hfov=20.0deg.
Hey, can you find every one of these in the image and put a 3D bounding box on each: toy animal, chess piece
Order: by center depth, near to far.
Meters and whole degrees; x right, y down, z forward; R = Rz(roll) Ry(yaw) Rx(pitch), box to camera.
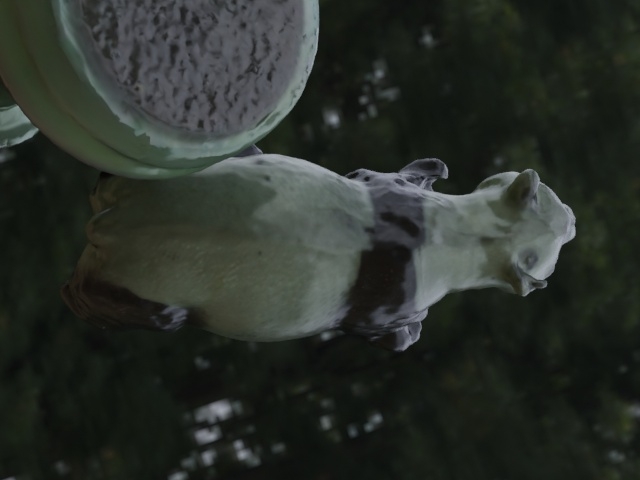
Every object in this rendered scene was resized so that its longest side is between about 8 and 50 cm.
[{"bbox_3d":[-0.136,-0.079,0.775,0.271,0.139,0.139,-11,-83,47],"label":"chess piece"},{"bbox_3d":[0.000,0.000,0.791,0.121,0.225,0.094,157,-62,-84],"label":"toy animal"}]
